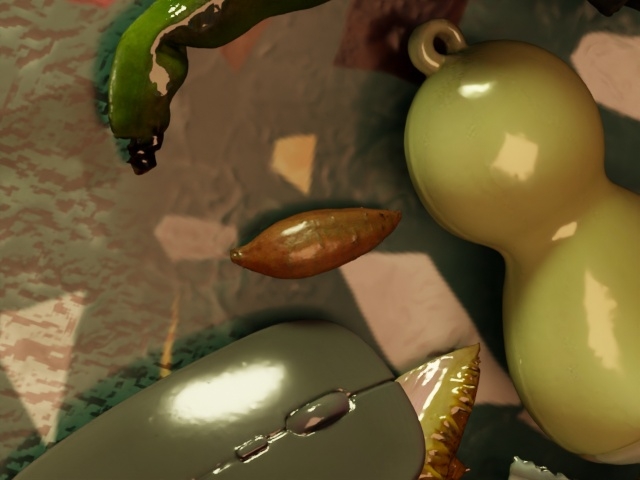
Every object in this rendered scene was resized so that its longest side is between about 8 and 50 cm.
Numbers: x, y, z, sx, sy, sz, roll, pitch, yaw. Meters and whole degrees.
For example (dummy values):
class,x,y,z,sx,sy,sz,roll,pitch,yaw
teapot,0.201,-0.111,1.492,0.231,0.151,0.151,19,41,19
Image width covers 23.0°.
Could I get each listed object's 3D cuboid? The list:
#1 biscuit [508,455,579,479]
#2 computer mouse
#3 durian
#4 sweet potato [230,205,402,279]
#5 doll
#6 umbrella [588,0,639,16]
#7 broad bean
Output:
class,x,y,z,sx,sy,sz,roll,pitch,yaw
biscuit,0.150,0.283,0.790,0.186,0.079,0.309,13,79,12
computer mouse,-0.059,0.127,0.789,0.232,0.057,0.120,-29,70,-10
durian,0.046,0.161,0.838,0.140,0.078,0.224,20,95,-21
sweet potato,0.000,0.000,0.814,0.095,0.034,0.034,-17,106,-12
doll,0.135,0.009,0.828,0.141,0.117,0.296,-37,96,-15
umbrella,0.077,-0.219,0.758,0.336,0.154,0.128,30,117,-1
broad bean,-0.035,-0.117,0.772,0.195,0.046,0.061,-42,118,-3
